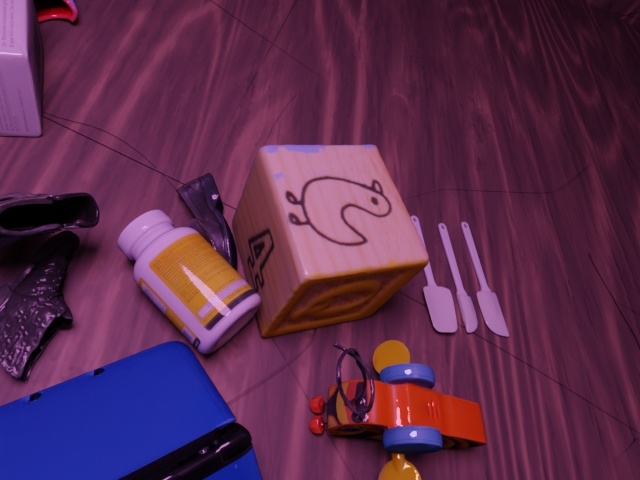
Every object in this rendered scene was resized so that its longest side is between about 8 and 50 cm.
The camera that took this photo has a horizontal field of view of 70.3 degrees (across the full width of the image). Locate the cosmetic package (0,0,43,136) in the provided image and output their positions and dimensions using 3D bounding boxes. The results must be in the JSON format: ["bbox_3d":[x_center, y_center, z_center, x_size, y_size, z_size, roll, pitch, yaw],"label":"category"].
[{"bbox_3d":[-0.588,-0.265,0.584,0.384,0.156,0.217,-4,60,-25],"label":"cosmetic package"}]

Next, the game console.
[{"bbox_3d":[-0.221,0.279,0.463,0.293,0.173,0.250,-18,98,-32],"label":"game console"}]

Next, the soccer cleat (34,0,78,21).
[{"bbox_3d":[-0.536,-0.398,0.746,0.248,0.083,0.095,-26,76,-38],"label":"soccer cleat"}]

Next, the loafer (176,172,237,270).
[{"bbox_3d":[-0.167,-0.019,0.675,0.061,0.062,0.170,-19,62,-9],"label":"loafer"}]

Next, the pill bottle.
[{"bbox_3d":[-0.173,0.049,0.589,0.184,0.103,0.103,45,52,8],"label":"pill bottle"}]

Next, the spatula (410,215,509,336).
[{"bbox_3d":[0.244,0.056,0.828,0.168,0.019,0.242,6,56,-20],"label":"spatula"}]

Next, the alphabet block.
[{"bbox_3d":[0.000,0.000,0.644,0.192,0.193,0.197,-7,62,-26],"label":"alphabet block"}]

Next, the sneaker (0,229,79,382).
[{"bbox_3d":[-0.326,0.072,0.542,0.089,0.051,0.170,33,56,-1],"label":"sneaker"}]

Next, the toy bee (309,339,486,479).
[{"bbox_3d":[0.073,0.209,0.584,0.298,0.162,0.195,48,39,-21],"label":"toy bee"}]

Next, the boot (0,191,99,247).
[{"bbox_3d":[-0.370,-0.018,0.460,0.246,0.161,0.084,-30,112,-63],"label":"boot"}]
